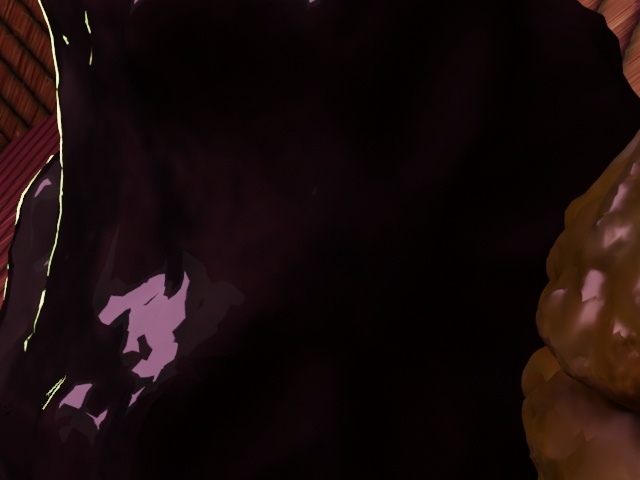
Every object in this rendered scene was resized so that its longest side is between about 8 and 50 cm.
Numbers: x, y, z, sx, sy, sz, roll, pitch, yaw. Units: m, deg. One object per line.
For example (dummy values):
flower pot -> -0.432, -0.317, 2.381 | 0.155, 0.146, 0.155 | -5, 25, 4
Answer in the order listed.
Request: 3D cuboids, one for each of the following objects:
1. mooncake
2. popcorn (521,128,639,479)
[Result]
mooncake -> 0.000, 0.000, 0.894 | 0.350, 0.381, 0.212 | -6, 8, -25
popcorn -> 0.195, 0.038, 0.607 | 0.258, 0.224, 0.270 | -31, 53, 42
